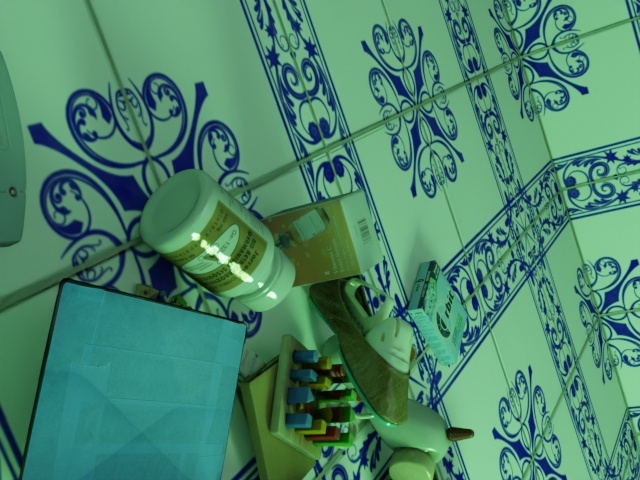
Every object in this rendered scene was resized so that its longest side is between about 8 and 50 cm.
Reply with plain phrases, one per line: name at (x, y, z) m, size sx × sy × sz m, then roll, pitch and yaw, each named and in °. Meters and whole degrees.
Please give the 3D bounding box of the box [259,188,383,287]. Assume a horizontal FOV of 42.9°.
box at (0.000, 0.000, 1.384) m, size 0.091 × 0.171 × 0.130 m, roll -28°, pitch 102°, yaw -58°

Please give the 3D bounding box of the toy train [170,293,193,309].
toy train at (-0.191, 0.111, 1.192) m, size 0.083 × 0.017 × 0.023 m, roll 55°, pitch 27°, yaw -29°

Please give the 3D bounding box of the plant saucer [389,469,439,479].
plant saucer at (0.179, 0.519, 1.581) m, size 0.188 × 0.045 × 0.188 m, roll -23°, pitch 98°, yaw -57°

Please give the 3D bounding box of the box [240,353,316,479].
box at (-0.063, 0.291, 1.277) m, size 0.164 × 0.021 × 0.201 m, roll -25°, pitch 107°, yaw -65°

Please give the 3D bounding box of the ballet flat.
ballet flat at (0.083, 0.151, 1.351) m, size 0.116 × 0.124 × 0.342 m, roll 34°, pitch 15°, yaw -34°

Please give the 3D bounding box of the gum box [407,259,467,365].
gum box at (0.269, 0.165, 1.859) m, size 0.184 × 0.041 × 0.157 m, roll 56°, pitch 37°, yaw -30°

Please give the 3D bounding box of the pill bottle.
pill bottle at (-0.143, 0.009, 1.198) m, size 0.229 × 0.131 × 0.131 m, roll 43°, pitch 45°, yaw -41°

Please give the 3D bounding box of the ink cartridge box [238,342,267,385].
ink cartridge box at (-0.118, 0.194, 1.261) m, size 0.083 × 0.028 × 0.048 m, roll 53°, pitch 37°, yaw -33°

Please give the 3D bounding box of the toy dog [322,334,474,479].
toy dog at (0.153, 0.300, 1.476) m, size 0.334 × 0.161 × 0.220 m, roll 40°, pitch 37°, yaw -35°

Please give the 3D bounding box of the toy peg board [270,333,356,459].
toy peg board at (-0.002, 0.250, 1.302) m, size 0.160 × 0.079 × 0.161 m, roll 50°, pitch 39°, yaw -52°

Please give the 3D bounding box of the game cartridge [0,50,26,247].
game cartridge at (-0.423, -0.132, 0.894) m, size 0.196 × 0.060 × 0.294 m, roll -6°, pitch 83°, yaw -54°

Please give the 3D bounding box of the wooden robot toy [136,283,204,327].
wooden robot toy at (-0.194, 0.131, 1.121) m, size 0.076 × 0.079 × 0.173 m, roll -31°, pitch 104°, yaw -57°

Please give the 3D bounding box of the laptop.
laptop at (-0.135, 0.290, 0.949) m, size 0.408 × 0.236 × 0.382 m, roll 43°, pitch 9°, yaw 29°
